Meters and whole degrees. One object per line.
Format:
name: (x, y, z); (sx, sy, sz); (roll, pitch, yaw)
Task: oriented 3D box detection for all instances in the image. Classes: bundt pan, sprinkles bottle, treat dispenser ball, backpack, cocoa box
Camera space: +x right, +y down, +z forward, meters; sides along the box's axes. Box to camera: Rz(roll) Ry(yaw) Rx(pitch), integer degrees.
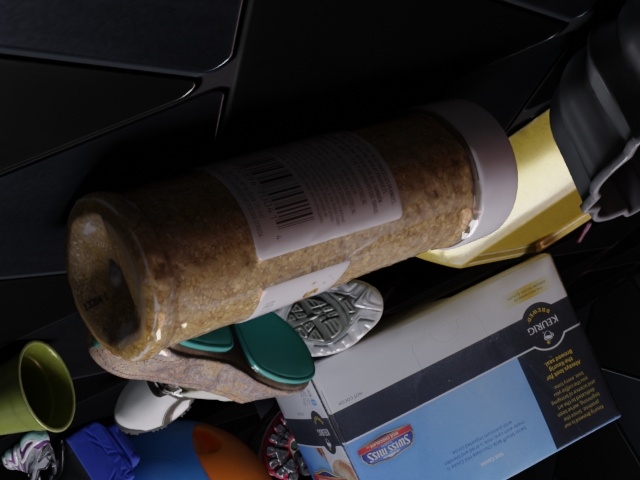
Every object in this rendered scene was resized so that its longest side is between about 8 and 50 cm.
bundt pan: (0.344, -0.159, 1.091); (0.331, 0.124, 0.331); (-26, 162, -9)
sprinkles bottle: (-0.011, -0.018, 0.926); (0.355, 0.121, 0.121); (-18, 163, -37)
treat dispenser ball: (-0.196, 0.391, 1.702); (0.288, 0.288, 0.288); (-27, 167, -7)
backpack: (-0.291, 0.293, 1.560); (0.101, 0.098, 0.120); (-20, 164, -46)
cocoa box: (0.150, 0.196, 1.560); (0.347, 0.228, 0.231); (-24, 179, -18)

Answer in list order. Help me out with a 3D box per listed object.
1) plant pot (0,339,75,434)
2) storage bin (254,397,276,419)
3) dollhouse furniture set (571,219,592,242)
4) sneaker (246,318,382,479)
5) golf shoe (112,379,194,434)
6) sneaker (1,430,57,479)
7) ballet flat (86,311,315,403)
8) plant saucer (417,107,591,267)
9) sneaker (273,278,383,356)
plant pot: (-0.273, 0.139, 1.092); (0.079, 0.083, 0.083); (-20, 170, 18)
storage bin: (-0.037, 0.249, 1.946); (0.135, 0.098, 0.091); (-34, 156, 20)
dollhouse furniture set: (0.328, -0.075, 1.648); (0.081, 0.091, 0.114); (18, 121, -15)
sneaker: (0.001, 0.225, 1.839); (0.299, 0.121, 0.112); (-42, -164, -24)
golf shoe: (-0.155, 0.135, 1.332); (0.198, 0.077, 0.094); (-37, 155, 6)
sneaker: (-0.333, 0.265, 1.431); (0.038, 0.069, 0.098); (-17, 163, -38)
ballet flat: (-0.117, 0.104, 1.197); (0.106, 0.107, 0.316); (-28, 154, 17)
plant saucer: (0.276, -0.068, 1.415); (0.333, 0.081, 0.333); (-36, 165, 30)
sneaker: (-0.029, 0.104, 1.456); (0.232, 0.090, 0.115); (-23, 175, 14)
